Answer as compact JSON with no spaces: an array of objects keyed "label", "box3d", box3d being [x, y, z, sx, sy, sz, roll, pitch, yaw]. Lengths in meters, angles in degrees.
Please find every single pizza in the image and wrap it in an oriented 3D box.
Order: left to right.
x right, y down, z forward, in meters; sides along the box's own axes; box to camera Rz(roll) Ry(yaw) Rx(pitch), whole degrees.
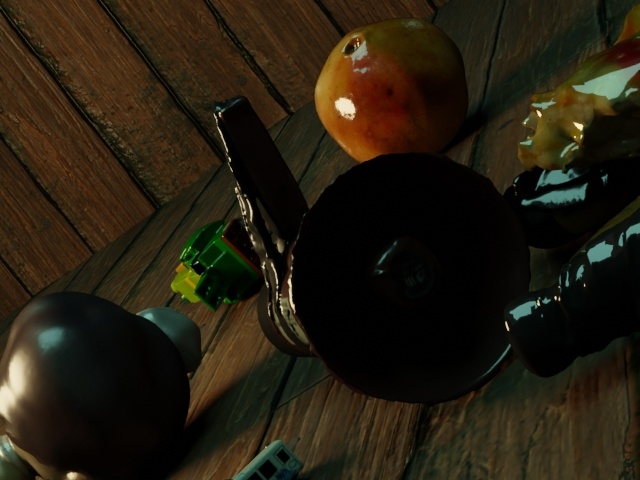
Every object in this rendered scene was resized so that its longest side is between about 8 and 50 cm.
[{"label":"pizza","box3d":[0.333,-0.170,1.203,0.406,0.130,0.440,-26,13,-9]}]

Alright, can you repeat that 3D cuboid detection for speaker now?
[{"label":"speaker","box3d":[-0.008,0.017,1.311,0.198,0.259,0.329,-58,17,-15]}]

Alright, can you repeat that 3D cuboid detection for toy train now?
[{"label":"toy train","box3d":[-0.096,0.239,1.235,0.207,0.047,0.043,-43,0,-30]}]

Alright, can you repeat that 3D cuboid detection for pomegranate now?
[{"label":"pomegranate","box3d":[0.099,-0.194,2.052,0.209,0.209,0.209,-36,11,8]}]

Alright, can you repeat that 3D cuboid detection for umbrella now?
[{"label":"umbrella","box3d":[0.271,-0.029,1.009,0.357,0.113,0.106,-34,33,19]}]

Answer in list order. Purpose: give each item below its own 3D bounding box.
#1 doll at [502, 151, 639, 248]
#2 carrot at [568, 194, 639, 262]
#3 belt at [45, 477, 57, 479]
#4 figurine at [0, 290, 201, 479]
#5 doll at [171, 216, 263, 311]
[{"label":"doll","box3d":[0.245,-0.063,1.340,0.248,0.088,0.127,-32,-16,-28]},{"label":"carrot","box3d":[0.256,-0.019,1.181,0.061,0.061,0.209,-27,11,44]},{"label":"belt","box3d":[-0.293,0.336,1.263,0.325,0.122,0.260,-46,11,-5]},{"label":"figurine","box3d":[-0.283,0.225,1.641,0.365,0.206,0.218,-55,27,10]},{"label":"doll","box3d":[-0.139,0.037,2.084,0.134,0.106,0.186,-52,14,-16]}]
